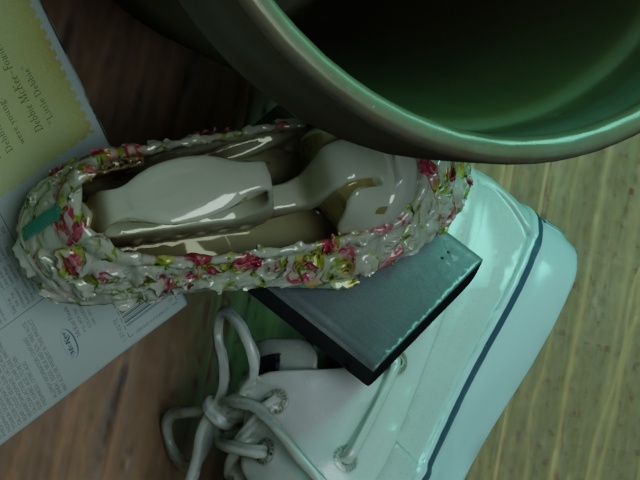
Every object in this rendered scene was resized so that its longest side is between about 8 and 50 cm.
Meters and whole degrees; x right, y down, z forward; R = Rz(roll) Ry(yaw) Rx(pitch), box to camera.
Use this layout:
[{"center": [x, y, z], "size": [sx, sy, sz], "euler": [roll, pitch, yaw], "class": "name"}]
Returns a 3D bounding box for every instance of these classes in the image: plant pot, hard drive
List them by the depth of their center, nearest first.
[{"center": [0.014, -0.195, 0.839], "size": [0.323, 0.280, 0.323], "euler": [-1, 93, -29], "class": "plant pot"}, {"center": [0.000, 0.000, 0.897], "size": [0.135, 0.022, 0.094], "euler": [38, 54, 13], "class": "hard drive"}]

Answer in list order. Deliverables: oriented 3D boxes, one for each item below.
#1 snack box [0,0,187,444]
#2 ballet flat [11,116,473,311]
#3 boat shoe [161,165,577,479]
[{"center": [-0.203, -0.050, 0.810], "size": [0.187, 0.060, 0.322], "euler": [-37, 122, -24], "class": "snack box"}, {"center": [-0.022, -0.019, 0.838], "size": [0.241, 0.077, 0.091], "euler": [-15, 77, -25], "class": "ballet flat"}, {"center": [-0.006, 0.095, 0.921], "size": [0.156, 0.136, 0.367], "euler": [40, 65, -17], "class": "boat shoe"}]
